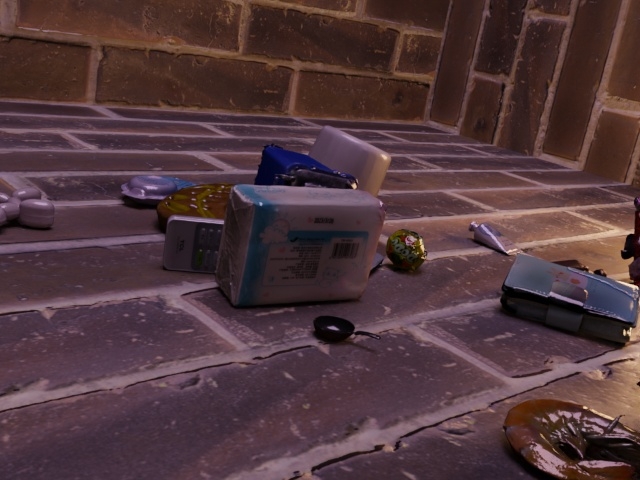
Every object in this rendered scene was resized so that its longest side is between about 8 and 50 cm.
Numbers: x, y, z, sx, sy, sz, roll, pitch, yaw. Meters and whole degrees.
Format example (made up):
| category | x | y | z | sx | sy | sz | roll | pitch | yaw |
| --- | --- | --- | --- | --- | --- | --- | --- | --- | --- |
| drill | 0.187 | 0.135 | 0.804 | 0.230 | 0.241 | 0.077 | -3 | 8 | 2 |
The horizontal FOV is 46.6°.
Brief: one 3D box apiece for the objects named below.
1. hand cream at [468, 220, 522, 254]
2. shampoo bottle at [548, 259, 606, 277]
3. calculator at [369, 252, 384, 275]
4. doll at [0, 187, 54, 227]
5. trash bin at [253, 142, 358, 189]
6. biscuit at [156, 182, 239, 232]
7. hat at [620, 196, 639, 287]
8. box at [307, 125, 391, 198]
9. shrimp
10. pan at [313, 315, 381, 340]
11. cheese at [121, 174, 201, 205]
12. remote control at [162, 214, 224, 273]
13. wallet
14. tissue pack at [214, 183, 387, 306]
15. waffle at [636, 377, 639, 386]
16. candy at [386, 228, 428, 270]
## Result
| category | x | y | z | sx | sy | sz | roll | pitch | yaw |
| --- | --- | --- | --- | --- | --- | --- | --- | --- | --- |
| hand cream | 0.445 | -0.005 | 1.910 | 0.142 | 0.053 | 0.084 | 33 | 26 | 31 |
| shampoo bottle | 0.537 | 0.083 | 1.636 | 0.236 | 0.068 | 0.067 | -1 | 20 | -27 |
| calculator | 0.000 | 0.000 | 1.558 | 0.261 | 0.021 | 0.161 | 29 | 22 | 13 |
| doll | -0.605 | -0.061 | 1.435 | 0.160 | 0.059 | 0.161 | -2 | 21 | -35 |
| trash bin | -0.054 | -0.101 | 1.511 | 0.184 | 0.163 | 0.234 | 11 | 19 | -27 |
| biscuit | -0.176 | -0.063 | 1.678 | 0.350 | 0.070 | 0.394 | 11 | 16 | 2 |
| hat | 0.787 | 0.003 | 1.802 | 0.140 | 0.228 | 0.129 | -6 | -15 | -7 |
| box | 0.055 | -0.140 | 1.740 | 0.262 | 0.206 | 0.291 | 17 | 11 | -35 |
| shrimp | 0.355 | 0.264 | 0.939 | 0.248 | 0.068 | 0.150 | 8 | 28 | 11 |
| pan | 0.042 | 0.149 | 1.186 | 0.115 | 0.023 | 0.068 | 15 | 16 | 24 |
| cheese | -0.389 | -0.125 | 1.791 | 0.135 | 0.052 | 0.244 | 17 | 17 | 15 |
| remote control | -0.163 | 0.013 | 1.379 | 0.250 | 0.103 | 0.034 | 6 | 18 | -16 |
| wallet | 0.490 | 0.108 | 1.455 | 0.250 | 0.075 | 0.176 | 17 | 32 | 20 |
| tissue pack | -0.037 | 0.005 | 1.311 | 0.271 | 0.202 | 0.124 | 0 | 27 | -31 |
| waffle | 0.670 | 0.162 | 1.083 | 0.379 | 0.095 | 0.382 | -7 | 28 | 43 |
| candy | 0.214 | 0.013 | 1.697 | 0.091 | 0.083 | 0.305 | 52 | 15 | 7 |
